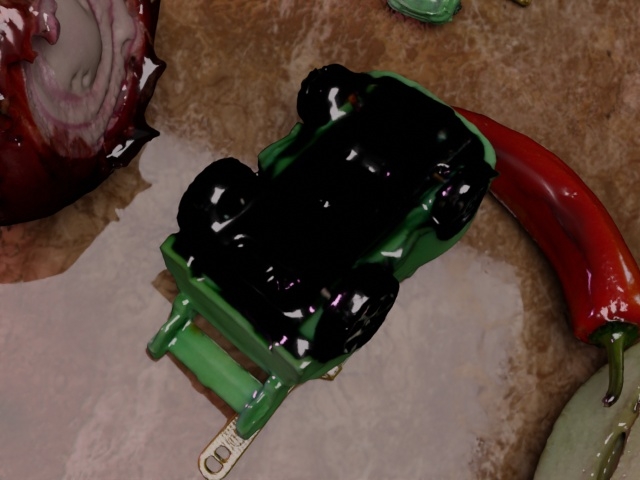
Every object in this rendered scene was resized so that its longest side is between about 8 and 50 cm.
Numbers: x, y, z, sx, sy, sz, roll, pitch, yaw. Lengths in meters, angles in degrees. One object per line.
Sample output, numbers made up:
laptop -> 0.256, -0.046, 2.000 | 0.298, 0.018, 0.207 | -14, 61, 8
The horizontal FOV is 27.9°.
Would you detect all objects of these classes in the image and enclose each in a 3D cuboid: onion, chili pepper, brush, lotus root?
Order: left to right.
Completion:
onion -> -0.317, -0.180, 1.161 | 0.341, 0.341, 0.341 | 2, 79, -9
brush -> -0.047, 0.150, 1.291 | 0.082, 0.010, 0.218 | 41, 75, 0
chili pepper -> 0.233, -0.004, 1.322 | 0.137, 0.092, 0.368 | -24, 65, -21
lotus root -> 0.359, 0.219, 1.268 | 0.267, 0.149, 0.260 | 5, 58, 27

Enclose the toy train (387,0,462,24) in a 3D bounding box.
toy train -> 0.126, -0.309, 1.367 | 0.099, 0.081, 0.149 | 22, 76, 7

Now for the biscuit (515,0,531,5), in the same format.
biscuit -> 0.207, -0.308, 1.420 | 0.083, 0.018, 0.081 | 23, 77, -3

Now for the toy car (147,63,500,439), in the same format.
toy car -> 0.000, 0.000, 1.247 | 0.213, 0.176, 0.359 | 37, 66, 19
